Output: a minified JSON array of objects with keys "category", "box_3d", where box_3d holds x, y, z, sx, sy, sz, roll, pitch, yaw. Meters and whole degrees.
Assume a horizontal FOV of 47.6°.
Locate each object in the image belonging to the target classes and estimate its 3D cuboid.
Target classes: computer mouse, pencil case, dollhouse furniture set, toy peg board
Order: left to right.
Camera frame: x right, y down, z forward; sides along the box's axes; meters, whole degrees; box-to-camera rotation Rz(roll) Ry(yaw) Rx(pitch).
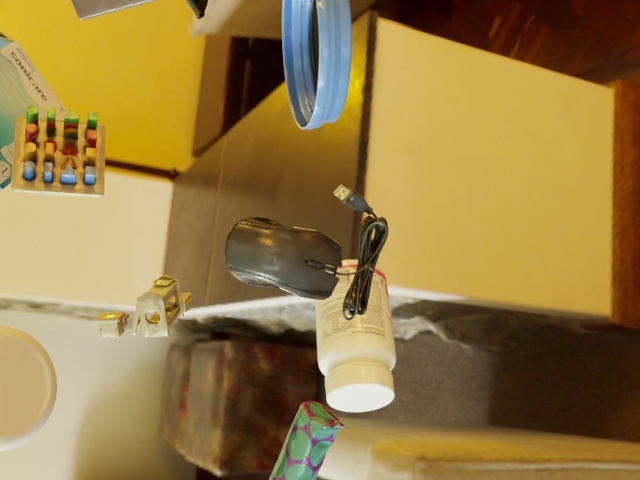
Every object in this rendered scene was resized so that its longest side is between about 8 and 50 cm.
[{"category":"toy peg board","box_3d":[-0.478,-0.170,1.333,0.079,0.161,0.160,125,143,-57]},{"category":"dollhouse furniture set","box_3d":[-0.393,0.132,1.617,0.182,0.161,0.101,-69,-25,-71]},{"category":"pencil case","box_3d":[-0.023,0.300,0.986,0.064,0.070,0.151,29,97,55]},{"category":"computer mouse","box_3d":[0.000,0.000,1.024,0.060,0.262,0.184,5,75,55]}]

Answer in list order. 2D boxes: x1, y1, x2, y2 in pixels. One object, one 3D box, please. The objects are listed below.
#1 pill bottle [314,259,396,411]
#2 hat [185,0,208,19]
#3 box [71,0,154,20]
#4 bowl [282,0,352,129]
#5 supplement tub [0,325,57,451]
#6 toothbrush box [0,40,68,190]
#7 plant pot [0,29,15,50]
[{"category":"pill bottle","box_3d":[0.071,0.196,1.497,0.160,0.160,0.283,126,149,-47]},{"category":"hat","box_3d":[-0.098,-0.359,0.579,0.331,0.134,0.331,-16,-90,-86]},{"category":"box","box_3d":[-0.172,-0.446,1.031,0.191,0.382,0.143,-97,-9,-58]},{"category":"bowl","box_3d":[-0.012,-0.443,1.605,0.391,0.077,0.391,175,90,-77]},{"category":"supplement tub","box_3d":[-0.576,0.250,1.166,0.272,0.191,0.191,-17,63,35]},{"category":"toothbrush box","box_3d":[-0.676,-0.245,1.490,0.126,0.216,0.295,-17,29,27]},{"category":"plant pot","box_3d":[-0.906,-0.410,1.701,0.247,0.248,0.252,36,109,43]}]
